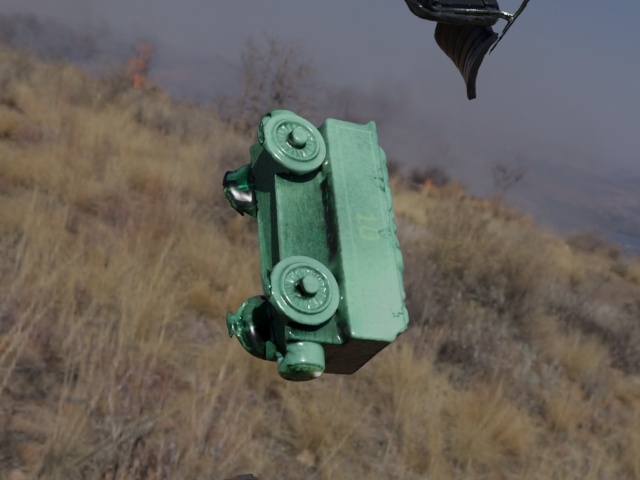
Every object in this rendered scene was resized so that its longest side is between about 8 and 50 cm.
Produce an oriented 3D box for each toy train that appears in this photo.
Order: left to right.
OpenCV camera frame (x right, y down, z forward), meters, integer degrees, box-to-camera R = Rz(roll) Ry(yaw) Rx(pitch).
[{"bbox_3d":[0.000,0.000,0.493,0.099,0.172,0.070,8,-32,-24],"label":"toy train"}]

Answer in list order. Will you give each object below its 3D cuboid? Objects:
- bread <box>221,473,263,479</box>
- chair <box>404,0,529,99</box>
[{"bbox_3d":[-0.134,0.384,0.972,0.099,0.210,0.235,-10,-1,25],"label":"bread"},{"bbox_3d":[0.146,-0.283,0.969,0.145,0.221,0.140,0,48,-21],"label":"chair"}]
